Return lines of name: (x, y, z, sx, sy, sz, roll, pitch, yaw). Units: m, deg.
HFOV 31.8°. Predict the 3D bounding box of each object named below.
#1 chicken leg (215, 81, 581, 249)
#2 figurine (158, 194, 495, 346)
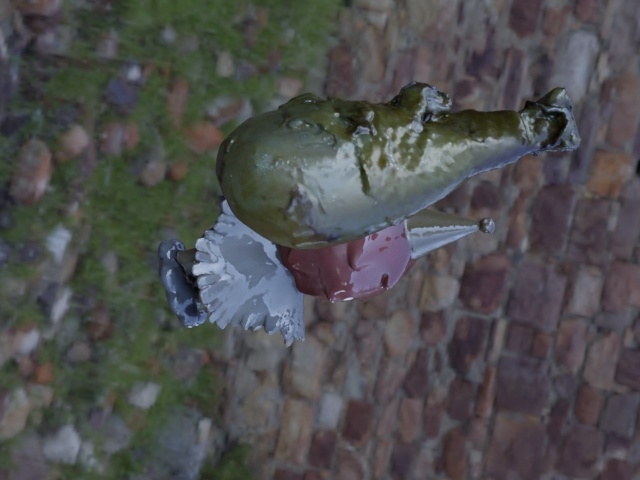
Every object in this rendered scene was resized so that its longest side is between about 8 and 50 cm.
chicken leg: (0.038, -0.047, 0.549, 0.070, 0.178, 0.093, 76, 2, -51)
figurine: (0.000, 0.000, 1.255, 0.207, 0.387, 0.166, 70, 20, -7)
